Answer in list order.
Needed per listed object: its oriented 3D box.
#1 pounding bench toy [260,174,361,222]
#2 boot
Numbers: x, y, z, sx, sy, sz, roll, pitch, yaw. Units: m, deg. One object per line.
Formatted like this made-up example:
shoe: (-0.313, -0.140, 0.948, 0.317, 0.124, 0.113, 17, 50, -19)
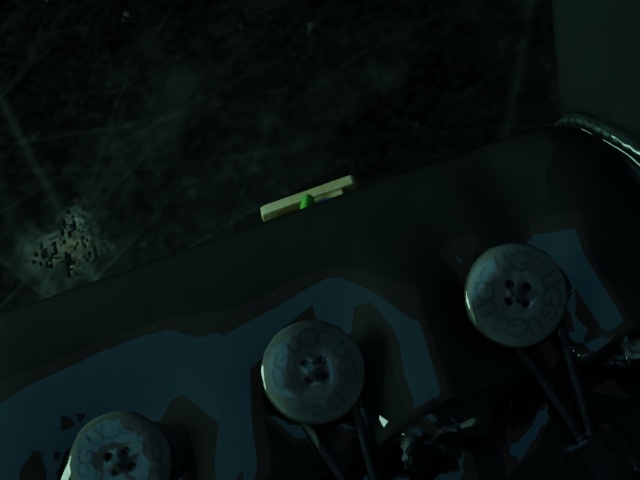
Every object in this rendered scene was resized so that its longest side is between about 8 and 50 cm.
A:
pounding bench toy: (0.000, 0.000, 0.766, 0.052, 0.083, 0.065, -19, 52, 9)
boot: (0.022, -0.010, 0.661, 0.445, 0.146, 0.367, -25, 69, 0)
